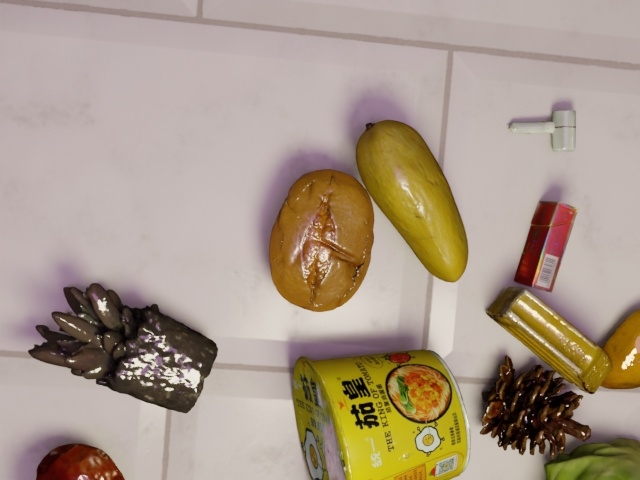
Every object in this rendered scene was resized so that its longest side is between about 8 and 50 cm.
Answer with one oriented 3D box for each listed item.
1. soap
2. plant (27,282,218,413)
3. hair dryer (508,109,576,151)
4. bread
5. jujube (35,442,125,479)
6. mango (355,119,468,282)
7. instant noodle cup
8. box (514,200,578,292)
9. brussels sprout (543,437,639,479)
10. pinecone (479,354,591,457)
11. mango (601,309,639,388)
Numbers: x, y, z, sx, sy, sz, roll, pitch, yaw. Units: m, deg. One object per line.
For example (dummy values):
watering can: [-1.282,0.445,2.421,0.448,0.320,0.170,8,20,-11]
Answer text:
soap: [0.458,0.198,1.861,0.257,0.160,0.080,38,86,-3]
plant: [-0.363,0.195,1.766,0.321,0.194,0.181,28,77,-12]
hair dryer: [0.444,-0.219,1.905,0.137,0.047,0.082,0,94,-2]
bread: [0.000,0.000,1.811,0.196,0.142,0.269,13,90,-8]
jujube: [-0.434,0.498,1.771,0.174,0.174,0.250,-29,99,-5]
mango: [0.179,-0.083,1.805,0.142,0.195,0.331,-25,113,16]
instant noodle cup: [0.113,0.349,1.776,0.254,0.325,0.325,-11,95,-17]
box: [0.445,0.010,1.883,0.048,0.112,0.175,17,90,-7]
brussels sprout: [0.574,0.612,1.810,0.343,0.361,0.425,3,94,-3]
pinecone: [0.426,0.336,1.874,0.212,0.168,0.185,12,106,5]
mango: [0.649,0.219,1.926,0.227,0.109,0.147,-29,111,1]
